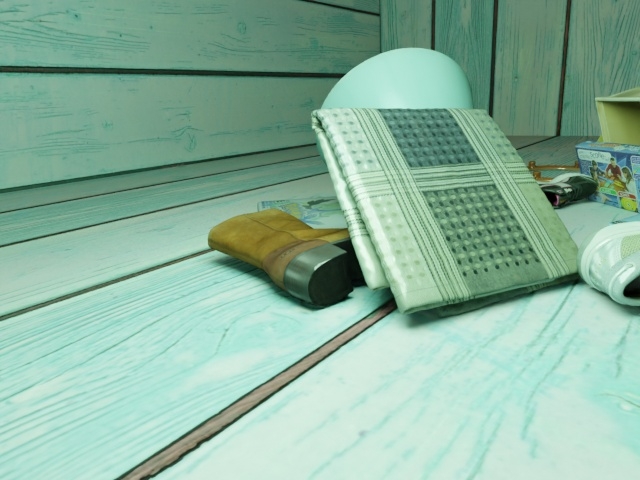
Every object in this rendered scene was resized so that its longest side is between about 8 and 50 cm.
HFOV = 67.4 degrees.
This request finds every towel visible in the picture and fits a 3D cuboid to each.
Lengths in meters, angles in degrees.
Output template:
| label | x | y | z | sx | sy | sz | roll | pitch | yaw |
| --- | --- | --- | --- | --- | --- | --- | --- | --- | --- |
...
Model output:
| label | x | y | z | sx | sy | sz | roll | pitch | yaw |
| --- | --- | --- | --- | --- | --- | --- | --- | --- | --- |
| towel | 0.172 | -0.057 | 0.660 | 0.312 | 0.056 | 0.324 | -7 | 59 | -24 |

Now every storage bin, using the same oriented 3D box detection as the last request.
| label | x | y | z | sx | sy | sz | roll | pitch | yaw |
| --- | --- | --- | --- | --- | --- | --- | --- | --- | --- |
| storage bin | 0.723 | -0.189 | 0.990 | 0.123 | 0.260 | 0.262 | -20 | 15 | 3 |

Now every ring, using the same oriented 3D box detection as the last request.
| label | x | y | z | sx | sy | sz | roll | pitch | yaw |
| --- | --- | --- | --- | --- | --- | --- | --- | --- | --- |
| ring | 0.728 | -0.214 | 1.470 | 0.337 | 0.032 | 0.336 | -2 | 16 | 0 |

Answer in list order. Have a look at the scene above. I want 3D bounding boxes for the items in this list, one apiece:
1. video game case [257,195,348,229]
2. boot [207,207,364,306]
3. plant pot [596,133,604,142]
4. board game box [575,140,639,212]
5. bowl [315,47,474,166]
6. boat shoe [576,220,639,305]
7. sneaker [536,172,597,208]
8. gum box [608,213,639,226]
| label | x | y | z | sx | sy | sz | roll | pitch | yaw |
| --- | --- | --- | --- | --- | --- | --- | --- | --- | --- |
| video game case | 0.025 | -0.044 | 0.983 | 0.300 | 0.036 | 0.329 | -5 | 16 | -8 |
| boot | 0.000 | 0.000 | 0.750 | 0.264 | 0.096 | 0.280 | -27 | 28 | -29 |
| plant pot | 0.878 | -0.258 | 1.285 | 0.212 | 0.212 | 0.187 | -17 | 46 | -42 |
| board game box | 0.633 | -0.137 | 1.019 | 0.035 | 0.136 | 0.201 | -23 | 18 | -3 |
| bowl | 0.157 | -0.168 | 0.879 | 0.312 | 0.311 | 0.163 | -6 | 48 | -10 |
| boat shoe | 0.479 | 0.021 | 0.553 | 0.321 | 0.118 | 0.103 | -5 | 22 | 6 |
| sneaker | 0.526 | -0.099 | 1.064 | 0.178 | 0.071 | 0.077 | -10 | 28 | 2 |
| gum box | 0.586 | -0.012 | 0.767 | 0.185 | 0.041 | 0.157 | -13 | 19 | -30 |
